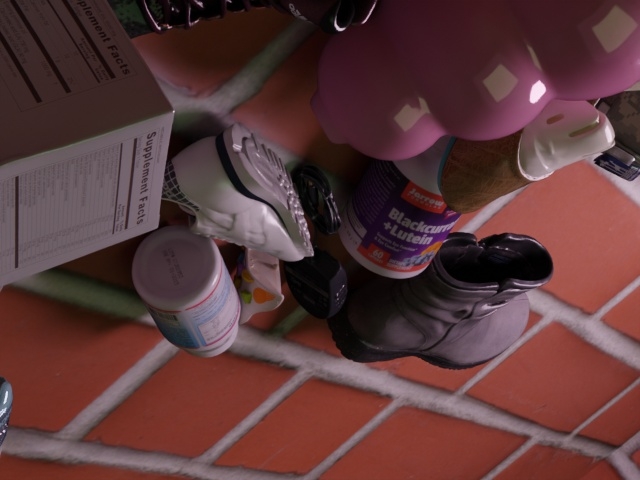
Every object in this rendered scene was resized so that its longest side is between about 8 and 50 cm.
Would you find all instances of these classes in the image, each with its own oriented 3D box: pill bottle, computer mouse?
[{"bbox_3d":[0.101,-0.061,1.604,0.108,0.108,0.193,-13,146,-38],"label":"pill bottle"},{"bbox_3d":[-0.126,0.055,1.550,0.087,0.087,0.160,-32,155,-8],"label":"pill bottle"},{"bbox_3d":[0.000,0.000,1.645,0.041,0.071,0.242,-43,155,-27],"label":"computer mouse"}]

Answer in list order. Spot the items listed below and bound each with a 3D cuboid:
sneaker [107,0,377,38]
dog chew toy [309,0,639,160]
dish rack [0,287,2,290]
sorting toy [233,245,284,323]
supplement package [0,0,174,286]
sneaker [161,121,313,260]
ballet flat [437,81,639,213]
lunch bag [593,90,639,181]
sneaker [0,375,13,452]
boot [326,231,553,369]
[{"bbox_3d":[-0.063,-0.186,1.131,0.281,0.162,0.106,-35,154,-2],"label":"sneaker"},{"bbox_3d":[0.144,-0.182,1.364,0.332,0.206,0.206,-28,155,5],"label":"dog chew toy"},{"bbox_3d":[-0.332,-0.002,1.230,0.285,0.072,0.333,-6,141,-44],"label":"dish rack"},{"bbox_3d":[-0.072,0.045,1.622,0.045,0.083,0.075,12,135,-19],"label":"sorting toy"},{"bbox_3d":[-0.234,-0.053,1.020,0.244,0.134,0.139,-21,152,-24],"label":"supplement package"},{"bbox_3d":[-0.076,-0.035,1.484,0.095,0.090,0.235,-26,152,9],"label":"sneaker"},{"bbox_3d":[0.248,-0.154,1.488,0.342,0.124,0.116,-51,141,-11],"label":"ballet flat"},{"bbox_3d":[0.426,-0.202,1.664,0.256,0.212,0.305,9,131,-34],"label":"lunch bag"},{"bbox_3d":[-0.395,0.160,1.422,0.283,0.110,0.122,2,118,-55],"label":"sneaker"},{"bbox_3d":[0.191,0.065,1.843,0.338,0.118,0.223,-7,162,-47],"label":"boot"}]
